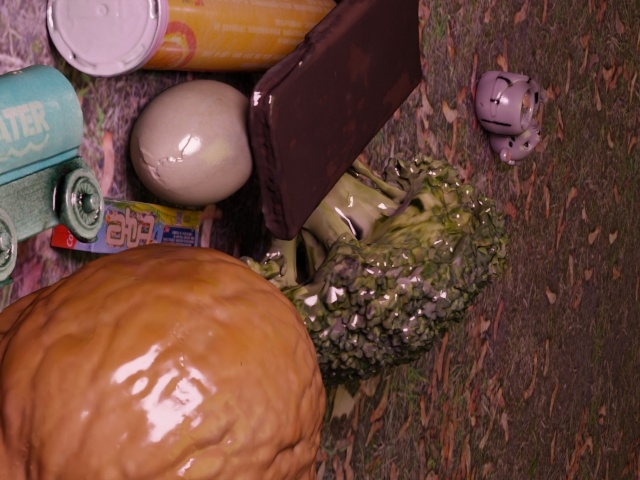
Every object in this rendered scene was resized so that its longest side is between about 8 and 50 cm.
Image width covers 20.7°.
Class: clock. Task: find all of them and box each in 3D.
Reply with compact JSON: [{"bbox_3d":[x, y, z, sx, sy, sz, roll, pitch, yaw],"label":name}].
[{"bbox_3d":[0.270,-0.172,2.500,0.176,0.080,0.117,22,77,-68],"label":"clock"}]

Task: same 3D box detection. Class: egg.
[{"bbox_3d":[-0.114,-0.088,1.598,0.152,0.114,0.114,-34,127,-59],"label":"egg"}]

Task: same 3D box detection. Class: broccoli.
[{"bbox_3d":[0.003,0.021,1.800,0.375,0.302,0.249,-26,148,-31],"label":"broccoli"}]

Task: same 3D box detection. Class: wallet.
[{"bbox_3d":[0.020,-0.145,1.680,0.309,0.042,0.165,-50,142,-44],"label":"wallet"}]

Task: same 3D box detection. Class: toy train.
[{"bbox_3d":[-0.254,-0.053,1.324,0.248,0.101,0.159,-34,114,-62],"label":"toy train"}]

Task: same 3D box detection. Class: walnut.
[{"bbox_3d":[-0.148,0.156,1.388,0.333,0.333,0.332,7,90,-67],"label":"walnut"}]

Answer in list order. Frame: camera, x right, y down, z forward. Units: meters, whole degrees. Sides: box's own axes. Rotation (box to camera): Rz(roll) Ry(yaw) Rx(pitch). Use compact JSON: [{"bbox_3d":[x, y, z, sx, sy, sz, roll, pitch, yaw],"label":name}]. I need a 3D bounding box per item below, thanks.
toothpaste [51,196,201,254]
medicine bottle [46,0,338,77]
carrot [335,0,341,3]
[{"bbox_3d":[-0.169,-0.022,1.577,0.193,0.044,0.070,7,91,-67],"label":"toothpaste"},{"bbox_3d":[-0.093,-0.201,1.624,0.426,0.108,0.108,-10,105,-66],"label":"medicine bottle"},{"bbox_3d":[0.024,-0.293,1.947,0.048,0.048,0.139,-15,113,-65],"label":"carrot"}]
